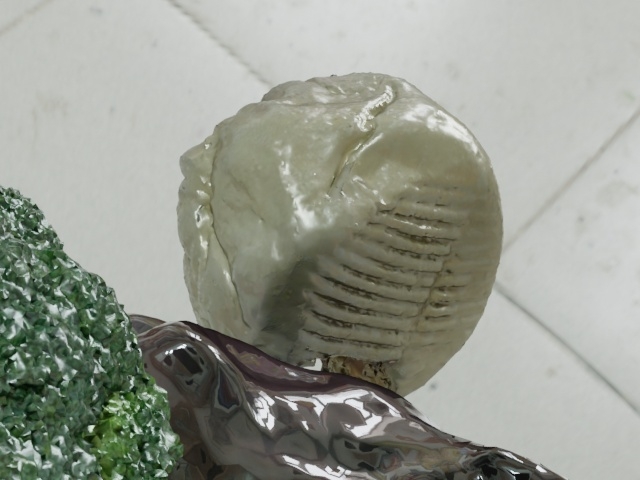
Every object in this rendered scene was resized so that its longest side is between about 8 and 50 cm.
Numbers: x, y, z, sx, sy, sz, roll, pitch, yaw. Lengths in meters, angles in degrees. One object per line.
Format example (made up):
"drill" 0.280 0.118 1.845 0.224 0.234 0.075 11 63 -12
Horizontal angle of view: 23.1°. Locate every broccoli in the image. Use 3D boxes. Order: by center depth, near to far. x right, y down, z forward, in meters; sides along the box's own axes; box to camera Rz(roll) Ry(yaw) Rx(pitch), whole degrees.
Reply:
"broccoli" -0.201 0.081 0.675 0.265 0.245 0.294 13 41 -26

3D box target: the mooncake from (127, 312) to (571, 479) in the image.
"mooncake" -0.010 0.187 0.943 0.381 0.350 0.212 25 77 -5

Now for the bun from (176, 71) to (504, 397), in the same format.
"bun" 0.005 -0.013 1.257 0.281 0.281 0.205 -27 48 -28
